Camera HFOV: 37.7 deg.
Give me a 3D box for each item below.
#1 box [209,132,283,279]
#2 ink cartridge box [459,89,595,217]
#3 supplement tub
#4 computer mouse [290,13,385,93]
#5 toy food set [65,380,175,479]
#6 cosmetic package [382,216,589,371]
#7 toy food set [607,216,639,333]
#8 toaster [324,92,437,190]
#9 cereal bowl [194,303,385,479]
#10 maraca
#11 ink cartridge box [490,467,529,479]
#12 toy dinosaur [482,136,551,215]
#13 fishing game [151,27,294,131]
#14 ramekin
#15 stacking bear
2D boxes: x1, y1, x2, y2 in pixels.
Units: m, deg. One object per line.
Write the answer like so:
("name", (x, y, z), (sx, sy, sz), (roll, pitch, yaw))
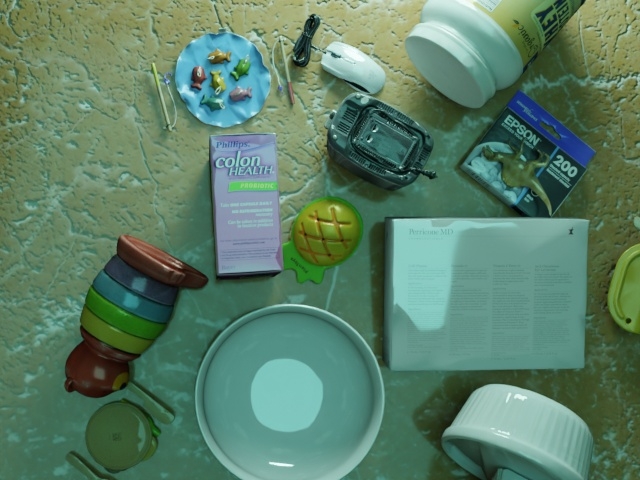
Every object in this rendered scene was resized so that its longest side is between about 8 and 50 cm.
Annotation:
("box", (-0.137, -0.054, 1.692), (0.117, 0.213, 0.242), (-4, 85, -7))
("ink cartridge box", (0.416, -0.164, 1.852), (0.206, 0.045, 0.208), (38, 81, -2))
("supplement tub", (0.332, -0.428, 1.770), (0.228, 0.228, 0.316), (41, 82, -2))
("computer mouse", (0.042, -0.353, 1.823), (0.193, 0.042, 0.106), (27, 82, -4))
("toy food set", (-0.367, 0.362, 1.725), (0.132, 0.038, 0.192), (39, 87, 5))
("cosmetic package", (0.310, 0.097, 1.774), (0.378, 0.097, 0.284), (0, 97, -7))
("toy food set", (0.634, 0.075, 1.843), (0.128, 0.071, 0.217), (18, 88, 3))
("toaster", (0.113, -0.176, 1.765), (0.227, 0.146, 0.129), (28, 84, -3))
("cereal bowl", (-0.060, 0.282, 1.711), (0.339, 0.141, 0.338), (0, 86, -7))
("maraca", (0.000, 0.000, 1.767), (0.127, 0.099, 0.185), (40, 108, 0))
("ink cartridge box", (0.333, 0.534, 1.657), (0.160, 0.092, 0.219), (26, 119, 1))
("toy dinosaur", (0.397, -0.136, 1.808), (0.183, 0.053, 0.092), (42, 98, 6))
("fishing game", (-0.185, -0.313, 1.796), (0.264, 0.041, 0.189), (-10, 89, -8))
("ramekin", (0.365, 0.366, 1.700), (0.273, 0.273, 0.127), (29, 67, -4))
("stacking bear", (-0.357, 0.151, 1.683), (0.164, 0.175, 0.289), (29, 92, 16))
